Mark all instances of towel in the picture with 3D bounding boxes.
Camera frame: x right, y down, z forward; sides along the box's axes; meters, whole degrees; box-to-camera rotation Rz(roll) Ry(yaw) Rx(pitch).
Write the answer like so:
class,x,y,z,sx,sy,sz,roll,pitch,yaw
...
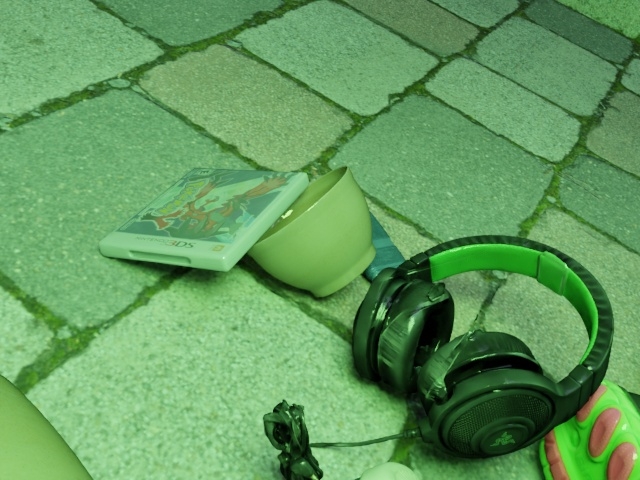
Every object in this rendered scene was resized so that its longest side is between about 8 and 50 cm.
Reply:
class,x,y,z,sx,sy,sz,roll,pitch,yaw
towel,0.069,0.011,0.892,0.067,0.029,0.119,-8,50,-30

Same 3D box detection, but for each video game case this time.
class,x,y,z,sx,sy,sz,roll,pitch,yaw
video game case,-0.138,-0.034,0.793,0.183,0.023,0.201,5,34,27

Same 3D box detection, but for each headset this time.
class,x,y,z,sx,sy,sz,roll,pitch,yaw
headset,0.120,0.111,0.661,0.394,0.185,0.243,-34,45,-19

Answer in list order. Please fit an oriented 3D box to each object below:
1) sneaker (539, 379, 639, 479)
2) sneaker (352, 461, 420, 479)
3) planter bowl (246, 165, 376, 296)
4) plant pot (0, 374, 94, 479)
class,x,y,z,sx,sy,sz,roll,pitch,yaw
sneaker,0.373,0.335,0.568,0.202,0.185,0.483,7,47,-19
sneaker,0.078,0.355,0.482,0.350,0.148,0.131,63,10,15
planter bowl,0.000,0.000,0.794,0.109,0.162,0.162,52,41,-12
plant pot,-0.244,0.212,0.412,0.256,0.256,0.274,-7,33,-29
